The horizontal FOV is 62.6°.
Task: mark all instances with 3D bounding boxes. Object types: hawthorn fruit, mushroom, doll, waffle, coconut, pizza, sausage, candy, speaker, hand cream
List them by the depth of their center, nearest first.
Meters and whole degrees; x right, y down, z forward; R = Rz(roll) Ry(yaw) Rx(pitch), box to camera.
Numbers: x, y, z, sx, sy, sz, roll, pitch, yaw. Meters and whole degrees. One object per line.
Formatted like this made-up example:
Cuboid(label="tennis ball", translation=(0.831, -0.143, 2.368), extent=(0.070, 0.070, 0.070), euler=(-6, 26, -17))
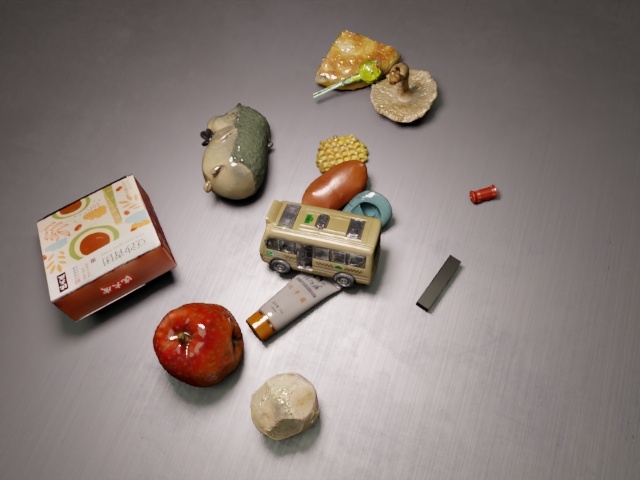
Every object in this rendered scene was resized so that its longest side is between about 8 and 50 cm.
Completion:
Cuboid(label="coconut", translation=(-0.094, 0.461, 1.477), extent=(0.195, 0.194, 0.194), euler=(-1, 68, 3))
Cuboid(label="hawthorn fruit", translation=(-0.353, 0.294, 1.523), extent=(0.258, 0.262, 0.258), euler=(-23, 53, 35))
Cuboid(label="hand cream", translation=(-0.080, 0.191, 1.637), extent=(0.314, 0.089, 0.140), euler=(-39, 66, -21))
Cuboid(label="speaker", translation=(0.370, 0.134, 1.646), extent=(0.046, 0.040, 0.191), euler=(34, 74, 15))
Cuboid(label="sausage", translation=(0.046, -0.171, 1.739), extent=(0.258, 0.133, 0.133), euler=(-35, 70, -1))
Cuboid(label="doll", translation=(-0.286, -0.304, 1.766), extent=(0.248, 0.247, 0.349), euler=(10, 57, 8))
Cuboid(label="mushroom", translation=(0.308, -0.528, 1.792), extent=(0.208, 0.302, 0.232), euler=(31, 78, -10))
Cuboid(label="waffle", translation=(0.075, -0.291, 1.838), extent=(0.191, 0.038, 0.190), euler=(-1, 68, 2))
Cuboid(label="candy", translation=(0.093, -0.567, 1.878), extent=(0.262, 0.073, 0.077), euler=(-23, 34, 8))
Cuboid(label="pizza", translation=(0.128, -0.673, 1.955), extent=(0.336, 0.086, 0.225), euler=(-19, 81, -4))

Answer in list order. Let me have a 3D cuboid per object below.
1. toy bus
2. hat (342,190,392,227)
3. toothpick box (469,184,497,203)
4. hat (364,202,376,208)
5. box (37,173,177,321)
Cuboid(label="toy bus", translation=(0.000, 0.000, 1.618), extent=(0.366, 0.201, 0.176), euler=(11, 49, 10))
Cuboid(label="hat", translation=(0.142, -0.083, 1.720), extent=(0.191, 0.078, 0.138), euler=(-39, 104, 14))
Cuboid(label="toothpick box", translation=(0.539, -0.153, 1.748), extent=(0.084, 0.047, 0.047), euler=(-14, 68, -1))
Cuboid(label="hat", translation=(0.180, -0.120, 1.768), extent=(0.087, 0.042, 0.058), euler=(6, 70, -30))
Cuboid(label="box", translation=(-0.683, 0.008, 1.667), extent=(0.345, 0.122, 0.385), euler=(-29, 51, -7))
